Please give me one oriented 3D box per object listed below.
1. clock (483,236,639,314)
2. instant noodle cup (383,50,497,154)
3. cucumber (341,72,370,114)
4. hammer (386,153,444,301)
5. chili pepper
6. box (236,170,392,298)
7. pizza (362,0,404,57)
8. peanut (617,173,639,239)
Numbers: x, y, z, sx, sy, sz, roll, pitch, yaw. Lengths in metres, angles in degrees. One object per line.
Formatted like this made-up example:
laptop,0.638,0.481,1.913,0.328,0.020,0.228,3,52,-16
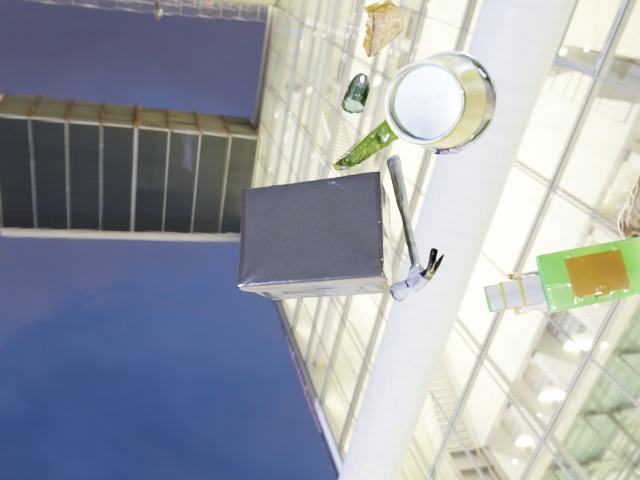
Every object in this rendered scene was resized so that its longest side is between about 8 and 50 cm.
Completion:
clock,0.481,0.084,1.116,0.220,0.106,0.255,-9,170,-12
instant noodle cup,0.223,-0.266,1.070,0.216,0.215,0.236,22,-159,18
cucumber,0.077,-0.300,1.106,0.048,0.048,0.105,16,-123,7
hammer,0.203,-0.056,1.359,0.044,0.152,0.426,22,-138,-29
chili pepper,0.172,-0.269,1.245,0.076,0.359,0.085,48,177,-34
box,0.000,0.000,1.325,0.346,0.251,0.204,-5,165,15
pizza,0.137,-0.494,1.281,0.041,0.130,0.178,40,-141,20
peanut,0.710,-0.066,1.109,0.170,0.192,0.387,34,174,23
